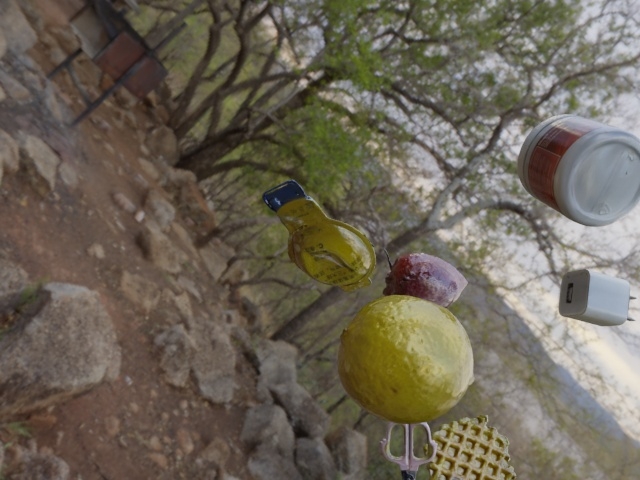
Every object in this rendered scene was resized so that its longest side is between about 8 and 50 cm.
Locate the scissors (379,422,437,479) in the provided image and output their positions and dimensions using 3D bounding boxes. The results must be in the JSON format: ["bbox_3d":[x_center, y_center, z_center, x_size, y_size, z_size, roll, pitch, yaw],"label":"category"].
[{"bbox_3d":[0.241,0.631,1.732,0.024,0.160,0.318,67,24,-83],"label":"scissors"}]

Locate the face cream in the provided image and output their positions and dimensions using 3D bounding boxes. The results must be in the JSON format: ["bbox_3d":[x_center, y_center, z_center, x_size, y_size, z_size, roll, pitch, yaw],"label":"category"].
[{"bbox_3d":[0.539,-0.148,1.299,0.201,0.201,0.187,46,7,-22],"label":"face cream"}]

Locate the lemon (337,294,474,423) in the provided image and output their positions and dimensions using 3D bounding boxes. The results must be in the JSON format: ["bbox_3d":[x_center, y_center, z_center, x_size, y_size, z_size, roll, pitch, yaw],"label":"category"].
[{"bbox_3d":[0.121,0.166,0.873,0.203,0.179,0.178,20,8,-7],"label":"lemon"}]

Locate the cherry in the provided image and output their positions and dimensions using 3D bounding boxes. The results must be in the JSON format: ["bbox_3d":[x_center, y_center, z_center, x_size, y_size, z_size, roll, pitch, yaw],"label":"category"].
[{"bbox_3d":[0.303,0.126,1.815,0.175,0.249,0.192,-104,-166,-68],"label":"cherry"}]

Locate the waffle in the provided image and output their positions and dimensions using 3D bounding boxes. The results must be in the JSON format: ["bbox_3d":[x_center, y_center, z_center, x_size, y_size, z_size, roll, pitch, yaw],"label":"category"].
[{"bbox_3d":[0.439,0.651,1.834,0.291,0.291,0.051,48,-24,13],"label":"waffle"}]

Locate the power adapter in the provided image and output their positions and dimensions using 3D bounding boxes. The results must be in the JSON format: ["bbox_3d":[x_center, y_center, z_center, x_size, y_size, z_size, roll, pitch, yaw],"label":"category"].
[{"bbox_3d":[0.782,0.168,1.731,0.204,0.130,0.125,16,-14,-13],"label":"power adapter"}]

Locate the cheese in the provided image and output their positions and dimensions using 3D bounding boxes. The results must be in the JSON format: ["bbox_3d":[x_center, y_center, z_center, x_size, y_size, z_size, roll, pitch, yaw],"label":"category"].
[{"bbox_3d":[0.000,0.000,1.168,0.270,0.176,0.069,50,40,-26],"label":"cheese"}]
